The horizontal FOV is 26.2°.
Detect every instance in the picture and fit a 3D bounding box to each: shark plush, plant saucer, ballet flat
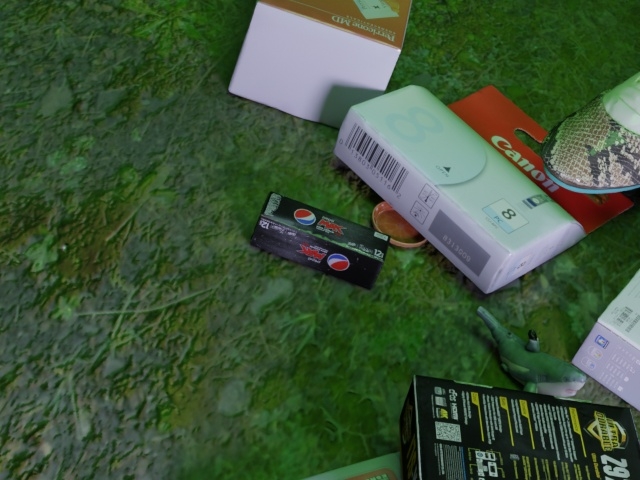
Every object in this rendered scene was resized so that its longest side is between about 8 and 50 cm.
[{"bbox_3d":[0.263,0.137,1.717,0.073,0.067,0.161,-14,53,-33],"label":"shark plush"},{"bbox_3d":[0.108,-0.021,1.857,0.083,0.013,0.083,11,44,-11],"label":"plant saucer"},{"bbox_3d":[0.527,-0.180,2.026,0.483,0.182,0.164,-5,46,-37],"label":"ballet flat"}]

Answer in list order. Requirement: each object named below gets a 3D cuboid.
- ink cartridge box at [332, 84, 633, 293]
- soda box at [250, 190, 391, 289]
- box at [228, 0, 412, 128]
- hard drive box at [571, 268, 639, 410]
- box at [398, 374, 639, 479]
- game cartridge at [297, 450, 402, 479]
[{"bbox_3d":[0.252,-0.112,1.947,0.308,0.091,0.385,43,44,21],"label":"ink cartridge box"},{"bbox_3d":[0.000,0.000,1.756,0.169,0.060,0.053,21,43,-2],"label":"soda box"},{"bbox_3d":[0.015,-0.346,2.039,0.215,0.168,0.345,18,42,-5],"label":"box"},{"bbox_3d":[0.471,0.153,1.771,0.232,0.089,0.181,36,44,16],"label":"hard drive box"},{"bbox_3d":[0.217,0.283,1.425,0.257,0.079,0.322,10,34,-7],"label":"box"},{"bbox_3d":[0.047,0.331,1.442,0.294,0.060,0.196,-11,55,-31],"label":"game cartridge"}]
